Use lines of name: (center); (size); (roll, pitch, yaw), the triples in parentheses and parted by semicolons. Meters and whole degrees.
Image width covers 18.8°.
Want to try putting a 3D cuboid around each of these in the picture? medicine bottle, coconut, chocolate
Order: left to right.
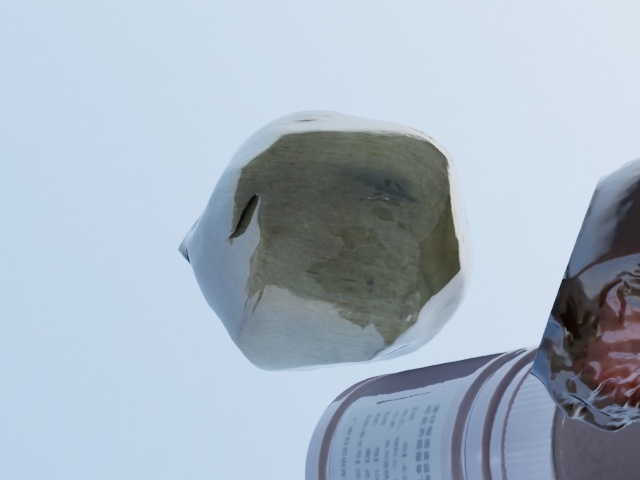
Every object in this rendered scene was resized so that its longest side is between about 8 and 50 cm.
coconut: (0.000, 0.000, 1.436); (0.224, 0.224, 0.224); (14, -129, -17)
medicine bottle: (0.105, 0.127, 1.084); (0.133, 0.250, 0.133); (7, -104, -30)
chocolate: (0.166, 0.031, 0.811); (0.133, 0.124, 0.127); (22, -93, 5)

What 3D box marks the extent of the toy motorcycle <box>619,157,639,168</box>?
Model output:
toy motorcycle: (0.308, -0.012, 1.385); (0.341, 0.108, 0.223); (-32, -140, -3)
